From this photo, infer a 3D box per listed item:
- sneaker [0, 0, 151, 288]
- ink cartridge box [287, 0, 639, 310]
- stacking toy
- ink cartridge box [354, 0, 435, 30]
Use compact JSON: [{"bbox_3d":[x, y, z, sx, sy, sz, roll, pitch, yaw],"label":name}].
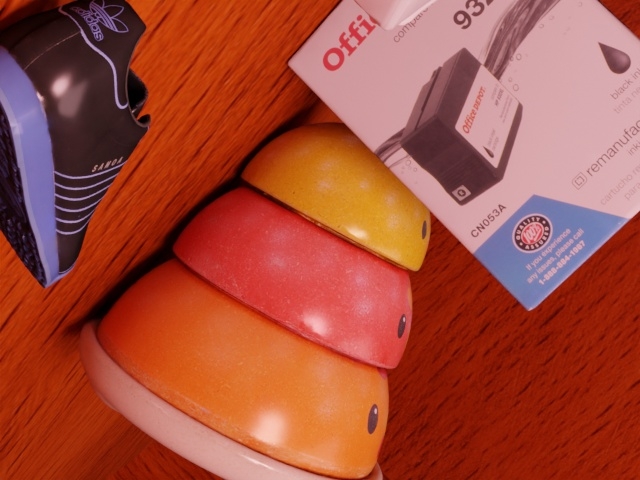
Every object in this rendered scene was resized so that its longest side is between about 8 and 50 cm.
[{"bbox_3d":[-0.141,-0.048,0.609,0.090,0.081,0.232,-34,168,-23],"label":"sneaker"},{"bbox_3d":[0.161,-0.129,0.948,0.223,0.307,0.129,-46,171,18],"label":"ink cartridge box"},{"bbox_3d":[0.000,0.000,1.120,0.479,0.351,0.350,-62,172,4],"label":"stacking toy"},{"bbox_3d":[0.103,-0.268,0.571,0.198,0.115,0.273,-40,172,-30],"label":"ink cartridge box"}]
